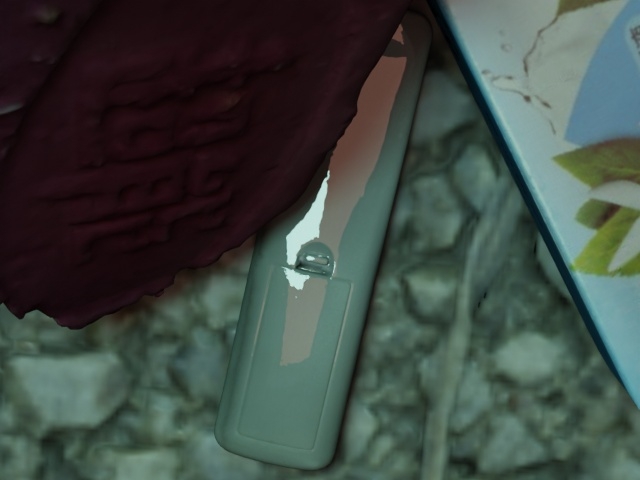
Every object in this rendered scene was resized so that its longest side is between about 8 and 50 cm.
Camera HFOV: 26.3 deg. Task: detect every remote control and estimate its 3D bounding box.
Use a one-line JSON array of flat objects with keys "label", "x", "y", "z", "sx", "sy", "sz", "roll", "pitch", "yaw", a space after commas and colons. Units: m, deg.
[{"label": "remote control", "x": 0.000, "y": 0.000, "z": 0.520, "sx": 0.050, "sy": 0.027, "sz": 0.184, "roll": 12, "pitch": 99, "yaw": -2}]

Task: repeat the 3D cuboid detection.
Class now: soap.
[{"label": "soap", "x": -0.063, "y": -0.065, "z": 0.413, "sx": 0.162, "sy": 0.250, "sz": 0.099, "roll": -20, "pitch": 72, "yaw": -24}]

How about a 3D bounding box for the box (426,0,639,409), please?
[{"label": "box", "x": 0.121, "y": -0.076, "z": 0.477, "sx": 0.142, "sy": 0.083, "sz": 0.232, "roll": -26, "pitch": 100, "yaw": 6}]
